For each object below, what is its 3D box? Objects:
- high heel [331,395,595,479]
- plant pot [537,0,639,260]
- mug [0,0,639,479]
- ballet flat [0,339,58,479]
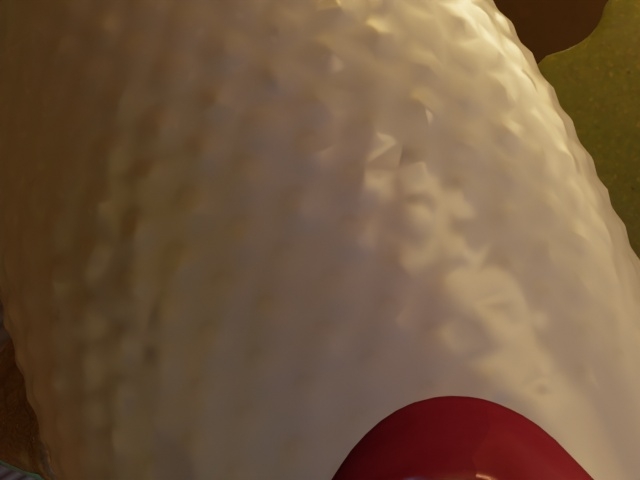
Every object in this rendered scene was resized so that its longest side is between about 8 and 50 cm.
[{"bbox_3d":[0.013,0.090,0.388,0.377,0.127,0.181,-91,158,-66],"label":"high heel"},{"bbox_3d":[0.225,-0.001,0.946,0.254,0.276,0.276,47,-21,19],"label":"plant pot"},{"bbox_3d":[0.000,0.000,0.836,0.328,0.276,0.374,67,14,5],"label":"mug"},{"bbox_3d":[-0.070,0.017,1.052,0.116,0.342,0.124,46,-4,-34],"label":"ballet flat"}]
